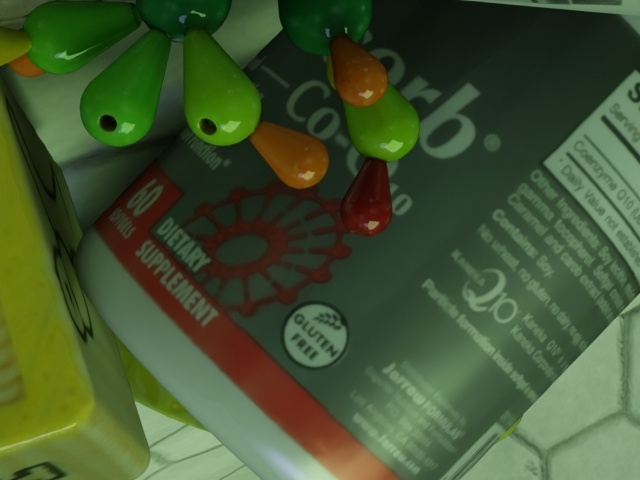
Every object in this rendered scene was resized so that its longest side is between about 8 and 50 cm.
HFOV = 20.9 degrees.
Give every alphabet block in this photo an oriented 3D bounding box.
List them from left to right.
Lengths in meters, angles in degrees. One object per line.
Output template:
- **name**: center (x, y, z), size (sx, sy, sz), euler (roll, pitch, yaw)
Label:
- **alphabet block**: center (-0.207, 0.044, 0.836), size (0.193, 0.192, 0.197), euler (-20, 165, -3)

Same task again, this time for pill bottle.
- **pill bottle**: center (0.077, -0.049, 0.823), size (0.363, 0.210, 0.210), euler (-46, 165, -1)

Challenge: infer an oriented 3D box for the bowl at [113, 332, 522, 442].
- **bowl**: center (0.000, 0.000, 1.047), size (0.289, 0.289, 0.156), euler (-8, 117, -48)

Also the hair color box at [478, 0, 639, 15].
- **hair color box**: center (0.100, -0.137, 0.579), size (0.338, 0.110, 0.185), euler (1, 180, -17)

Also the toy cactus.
- **toy cactus**: center (-0.040, -0.113, 0.684), size (0.180, 0.219, 0.112), euler (-64, -173, -8)

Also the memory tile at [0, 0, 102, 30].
- **memory tile**: center (-0.130, -0.121, 0.766), size (0.113, 0.012, 0.148), euler (-17, 163, -28)
